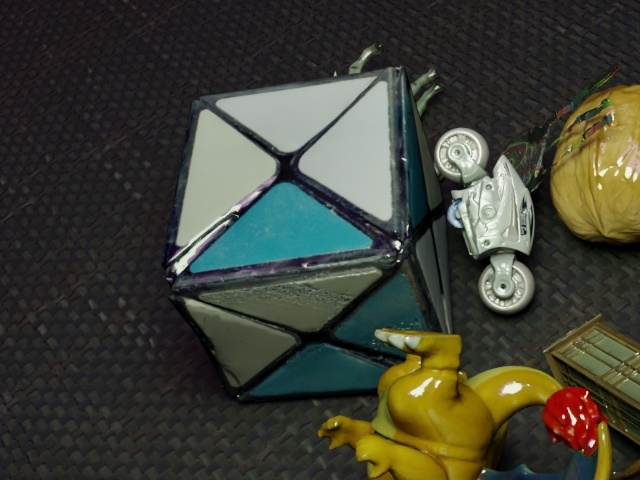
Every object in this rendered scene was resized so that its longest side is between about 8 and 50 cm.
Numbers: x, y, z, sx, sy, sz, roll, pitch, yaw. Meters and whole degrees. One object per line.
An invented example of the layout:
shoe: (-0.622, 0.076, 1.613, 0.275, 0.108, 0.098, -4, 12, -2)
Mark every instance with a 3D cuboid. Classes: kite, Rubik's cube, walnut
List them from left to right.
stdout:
Rubik's cube: (0.000, 0.000, 1.456, 0.305, 0.307, 0.310, -5, 51, 13)
kite: (0.297, -0.122, 1.520, 0.015, 0.285, 0.152, 22, 54, -17)
walnut: (0.397, -0.098, 1.510, 0.193, 0.193, 0.225, 18, 62, 26)

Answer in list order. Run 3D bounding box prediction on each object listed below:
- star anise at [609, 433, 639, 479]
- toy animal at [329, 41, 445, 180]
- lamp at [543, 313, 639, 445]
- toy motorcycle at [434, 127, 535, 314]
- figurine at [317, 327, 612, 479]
star anise: (0.441, 0.258, 1.277, 0.272, 0.102, 0.272, -22, 26, 11)
toy animal: (0.113, -0.193, 1.722, 0.170, 0.089, 0.255, -35, 49, -8)
lamp: (0.372, 0.184, 1.264, 0.089, 0.090, 0.325, -30, 22, -10)
toy motorcycle: (0.225, -0.031, 1.505, 0.113, 0.112, 0.254, -19, 82, 1)
figurine: (0.121, 0.288, 1.179, 0.268, 0.401, 0.387, 9, 87, -20)
